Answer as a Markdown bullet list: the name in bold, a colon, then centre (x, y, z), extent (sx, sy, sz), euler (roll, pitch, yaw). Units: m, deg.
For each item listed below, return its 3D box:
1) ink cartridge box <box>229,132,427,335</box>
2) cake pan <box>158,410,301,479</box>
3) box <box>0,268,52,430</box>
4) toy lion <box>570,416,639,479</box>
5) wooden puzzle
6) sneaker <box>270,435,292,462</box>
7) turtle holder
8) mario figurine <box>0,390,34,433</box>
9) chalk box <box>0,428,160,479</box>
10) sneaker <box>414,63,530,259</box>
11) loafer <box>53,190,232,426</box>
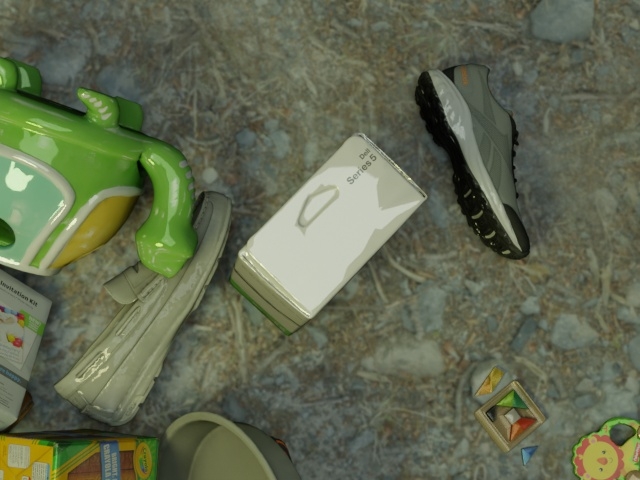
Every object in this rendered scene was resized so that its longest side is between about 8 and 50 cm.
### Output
- **ink cartridge box**: centre (0.000, 0.000, 1.578), extent (0.115, 0.273, 0.198), euler (44, 80, 0)
- **cake pan**: centre (-0.103, 0.340, 1.538), extent (0.054, 0.293, 0.293), euler (-6, 82, -40)
- **box**: centre (-0.402, 0.111, 1.555), extent (0.145, 0.038, 0.186), euler (36, 37, -26)
- **toy lion**: centre (0.375, 0.274, 1.710), extent (0.096, 0.034, 0.100), euler (17, 81, 4)
- **wooden puzzle**: centre (0.244, 0.226, 1.707), extent (0.078, 0.014, 0.116), euler (-44, 90, -10)
- **sneaker**: centre (0.012, 0.385, 1.618), extent (0.180, 0.124, 0.321), euler (-11, 95, -12)
- **turtle holder**: centre (-0.309, -0.075, 1.586), extent (0.320, 0.243, 0.227), euler (18, 94, -22)
- **mario figurine**: centre (-0.487, 0.120, 1.552), extent (0.320, 0.198, 0.170), euler (42, 93, -4)
- **chalk box**: centre (-0.276, 0.292, 1.554), extent (0.132, 0.213, 0.132), euler (-1, 86, 38)
- **sneaker**: centre (0.219, -0.106, 1.708), extent (0.108, 0.100, 0.271), euler (-19, 85, -14)
- **loafer**: centre (-0.213, 0.072, 1.626), extent (0.111, 0.112, 0.319), euler (30, 81, -10)
